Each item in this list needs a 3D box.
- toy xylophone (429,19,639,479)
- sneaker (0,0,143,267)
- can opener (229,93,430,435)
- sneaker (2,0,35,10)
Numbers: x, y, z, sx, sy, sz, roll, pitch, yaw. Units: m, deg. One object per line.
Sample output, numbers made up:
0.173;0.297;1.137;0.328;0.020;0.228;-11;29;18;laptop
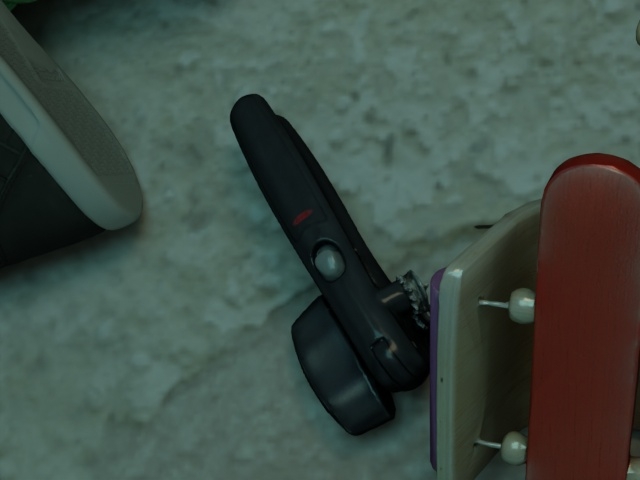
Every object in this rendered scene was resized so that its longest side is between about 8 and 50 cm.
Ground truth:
0.195;0.039;0.458;0.322;0.236;0.081;2;30;23;toy xylophone
-0.229;-0.089;0.600;0.147;0.296;0.104;-30;26;10;sneaker
0.000;0.000;0.599;0.073;0.059;0.186;-28;64;4;can opener
-0.232;-0.137;0.706;0.410;0.158;0.182;-5;98;12;sneaker
